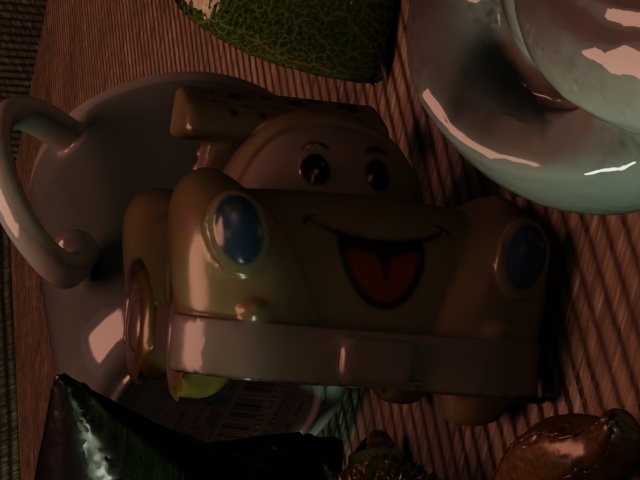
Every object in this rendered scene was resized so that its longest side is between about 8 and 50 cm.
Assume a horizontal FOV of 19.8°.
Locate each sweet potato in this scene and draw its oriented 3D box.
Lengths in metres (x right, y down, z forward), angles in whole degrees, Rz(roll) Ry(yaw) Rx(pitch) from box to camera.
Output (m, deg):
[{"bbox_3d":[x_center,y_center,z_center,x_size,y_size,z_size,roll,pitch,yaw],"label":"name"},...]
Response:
[{"bbox_3d":[0.128,0.169,1.077,0.081,0.062,0.233,52,136,38],"label":"sweet potato"}]

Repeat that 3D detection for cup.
[{"bbox_3d":[-0.139,0.020,1.520,0.259,0.356,0.274,-38,43,22],"label":"cup"}]

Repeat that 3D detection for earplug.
[{"bbox_3d":[0.168,-0.113,0.828,0.325,0.175,0.214,-28,36,63],"label":"earplug"}]

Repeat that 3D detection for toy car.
[{"bbox_3d":[0.000,0.000,1.239,0.336,0.242,0.226,176,100,-75],"label":"toy car"}]

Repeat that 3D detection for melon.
[{"bbox_3d":[-0.036,-0.259,1.516,0.265,0.169,0.129,-107,27,-45],"label":"melon"}]

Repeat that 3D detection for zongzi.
[{"bbox_3d":[-0.133,0.257,1.274,0.319,0.362,0.383,15,74,34],"label":"zongzi"}]

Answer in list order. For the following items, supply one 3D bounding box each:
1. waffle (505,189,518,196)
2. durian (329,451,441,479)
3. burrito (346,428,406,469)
[{"bbox_3d":[0.126,-0.152,1.166,0.238,0.058,0.243,-154,66,-69],"label":"waffle"},{"bbox_3d":[0.042,0.236,1.200,0.159,0.146,0.198,-34,32,27],"label":"durian"},{"bbox_3d":[0.046,0.281,1.336,0.104,0.054,0.288,113,155,-50],"label":"burrito"}]
